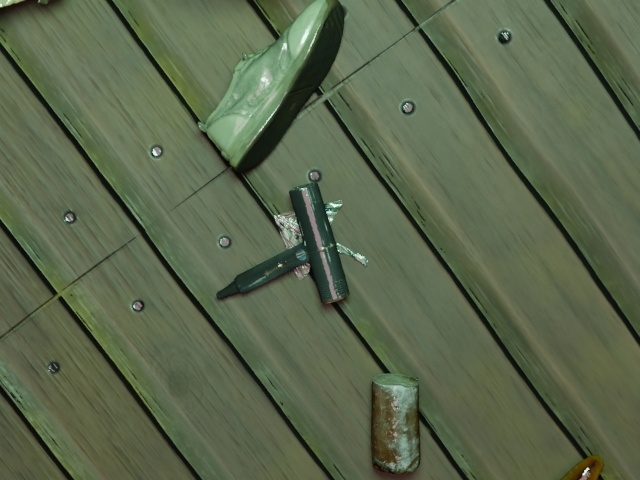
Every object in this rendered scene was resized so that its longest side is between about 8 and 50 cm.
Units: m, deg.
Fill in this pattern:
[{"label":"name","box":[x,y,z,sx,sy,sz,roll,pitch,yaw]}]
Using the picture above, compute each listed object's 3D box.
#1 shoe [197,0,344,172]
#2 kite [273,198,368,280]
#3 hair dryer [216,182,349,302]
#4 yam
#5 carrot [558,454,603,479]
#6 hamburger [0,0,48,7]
[{"label":"shoe","box":[-0.066,-0.227,1.350,0.098,0.103,0.275,38,98,11]},{"label":"kite","box":[0.000,0.000,1.427,0.156,0.011,0.139,25,103,1]},{"label":"hair dryer","box":[-0.072,0.020,1.414,0.194,0.050,0.173,-14,95,11]},{"label":"yam","box":[0.112,0.271,1.430,0.079,0.079,0.141,-1,98,4]},{"label":"carrot","box":[0.372,0.374,1.446,0.139,0.048,0.048,-45,94,8]},{"label":"hamburger","box":[-0.499,-0.391,1.320,0.282,0.245,0.155,-33,130,-32]}]
